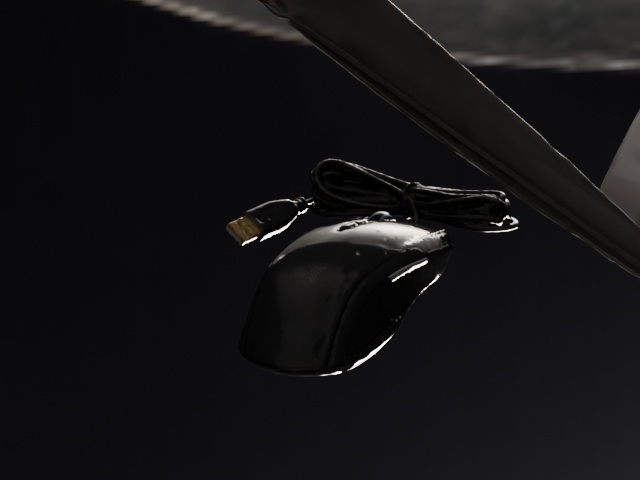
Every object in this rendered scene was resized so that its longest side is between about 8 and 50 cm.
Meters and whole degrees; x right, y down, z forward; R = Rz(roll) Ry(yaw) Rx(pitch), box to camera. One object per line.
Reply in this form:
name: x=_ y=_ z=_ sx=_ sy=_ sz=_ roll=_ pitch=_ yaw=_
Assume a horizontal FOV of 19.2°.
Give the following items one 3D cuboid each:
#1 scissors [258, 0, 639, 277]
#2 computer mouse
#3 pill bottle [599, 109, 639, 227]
scissors: x=-0.033 y=-0.079 z=0.493 sx=0.109 sy=0.297 sz=0.021 roll=-35 pitch=178 yaw=-5
computer mouse: x=0.000 y=0.000 z=1.275 sx=0.184 sy=0.060 sz=0.262 roll=10 pitch=-150 yaw=32
pill bottle: x=0.322 y=-0.001 z=1.264 sx=0.265 sy=0.153 sz=0.153 roll=26 pitch=-171 yaw=14
